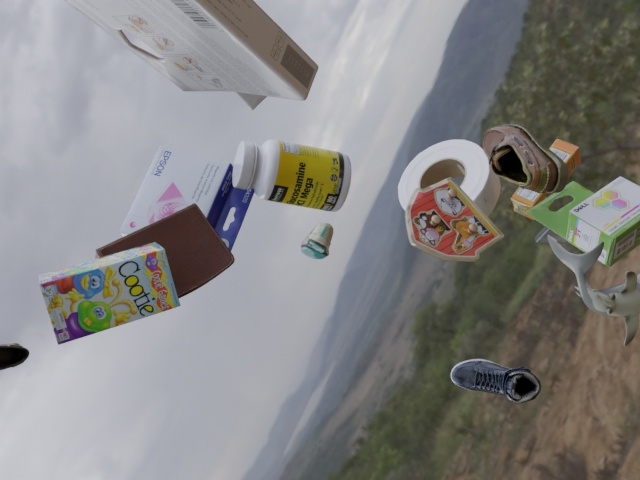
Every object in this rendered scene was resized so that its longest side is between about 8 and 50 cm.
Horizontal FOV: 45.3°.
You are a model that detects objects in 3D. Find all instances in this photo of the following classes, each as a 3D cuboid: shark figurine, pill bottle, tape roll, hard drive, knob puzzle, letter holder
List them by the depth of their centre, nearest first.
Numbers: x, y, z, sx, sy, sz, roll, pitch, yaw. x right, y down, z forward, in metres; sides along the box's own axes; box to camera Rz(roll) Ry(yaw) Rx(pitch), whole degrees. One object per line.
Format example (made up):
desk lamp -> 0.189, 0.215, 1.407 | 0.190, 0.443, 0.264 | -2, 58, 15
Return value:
shark figurine -> 0.514, 0.093, 1.431 | 0.116, 0.278, 0.166 | 21, 94, 56
knob puzzle -> 0.252, -0.037, 1.527 | 0.213, 0.213, 0.030 | -61, -1, -38
letter holder -> -0.404, 0.077, 2.007 | 0.302, 0.214, 0.152 | -30, -16, -32
hard drive -> 0.677, -0.027, 2.175 | 0.135, 0.094, 0.022 | 98, 169, -70
tape roll -> 0.372, -0.152, 2.224 | 0.100, 0.286, 0.286 | 48, -118, -44
pill bottle -> -0.089, -0.202, 2.326 | 0.188, 0.334, 0.188 | -171, 90, -73

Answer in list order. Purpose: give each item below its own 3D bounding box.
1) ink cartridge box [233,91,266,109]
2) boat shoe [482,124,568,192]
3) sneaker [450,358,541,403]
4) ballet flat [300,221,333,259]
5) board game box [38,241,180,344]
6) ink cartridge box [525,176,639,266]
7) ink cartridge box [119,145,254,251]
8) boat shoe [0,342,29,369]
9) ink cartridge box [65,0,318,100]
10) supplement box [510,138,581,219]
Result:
ink cartridge box -> -0.250, -0.485, 1.861 | 0.131, 0.306, 0.226 | -44, 34, 1
boat shoe -> 0.449, -0.201, 1.792 | 0.307, 0.104, 0.111 | -130, 40, -60
sneaker -> 0.435, 0.347, 1.902 | 0.163, 0.226, 0.086 | 19, -104, -77
ballet flat -> 0.000, 0.000, 1.430 | 0.052, 0.057, 0.168 | -65, 5, -11
board game box -> -0.479, 0.114, 1.739 | 0.142, 0.275, 0.144 | -164, 58, -69
ink cartridge box -> 0.644, -0.077, 1.812 | 0.189, 0.255, 0.097 | -31, -43, -22
ink cartridge box -> -0.394, -0.110, 2.330 | 0.071, 0.330, 0.324 | 84, -159, -62
boat shoe -> -0.909, 0.322, 2.089 | 0.227, 0.068, 0.081 | -8, -89, -52
ink cartridge box -> -0.186, -0.303, 1.102 | 0.296, 0.261, 0.066 | 33, -107, -54
supplement box -> 0.636, -0.172, 2.161 | 0.233, 0.080, 0.078 | -48, -37, -10
